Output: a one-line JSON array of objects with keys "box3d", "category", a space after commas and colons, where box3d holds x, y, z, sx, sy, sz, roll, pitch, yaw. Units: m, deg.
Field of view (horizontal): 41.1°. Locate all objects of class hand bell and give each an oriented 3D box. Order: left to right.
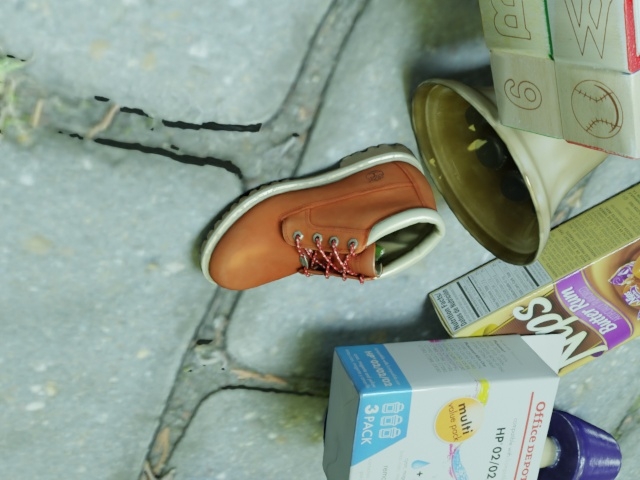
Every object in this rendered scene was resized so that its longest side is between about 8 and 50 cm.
[{"box3d": [0.190, -0.098, 0.532, 0.242, 0.126, 0.126, -31, 131, -12], "category": "hand bell"}]

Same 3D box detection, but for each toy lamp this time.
[{"box3d": [0.138, 0.175, 0.719, 0.275, 0.080, 0.080, 10, 122, -25], "category": "toy lamp"}]

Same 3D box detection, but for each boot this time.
[{"box3d": [0.000, 0.000, 0.532, 0.158, 0.084, 0.059, -25, 132, 2], "category": "boot"}]

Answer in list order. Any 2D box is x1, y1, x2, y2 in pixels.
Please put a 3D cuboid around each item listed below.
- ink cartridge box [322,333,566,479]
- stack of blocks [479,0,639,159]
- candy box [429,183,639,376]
[{"box3d": [0.099, 0.128, 0.601, 0.182, 0.061, 0.104, -2, 114, -17], "category": "ink cartridge box"}, {"box3d": [0.147, -0.209, 0.375, 0.171, 0.087, 0.297, -31, 123, -23], "category": "stack of blocks"}, {"box3d": [0.189, 0.046, 0.655, 0.187, 0.053, 0.109, -28, 130, 5], "category": "candy box"}]
